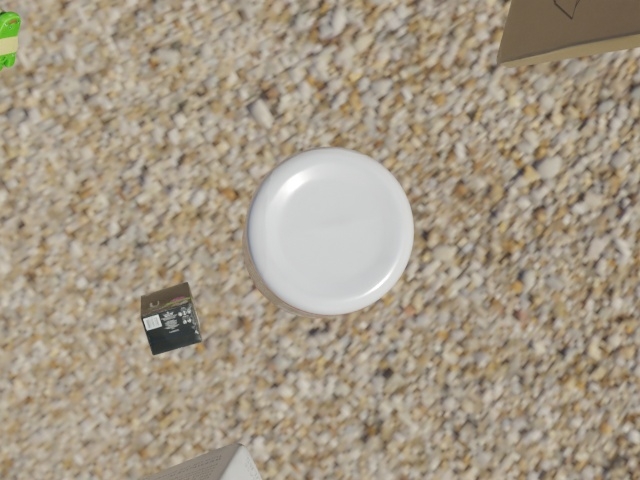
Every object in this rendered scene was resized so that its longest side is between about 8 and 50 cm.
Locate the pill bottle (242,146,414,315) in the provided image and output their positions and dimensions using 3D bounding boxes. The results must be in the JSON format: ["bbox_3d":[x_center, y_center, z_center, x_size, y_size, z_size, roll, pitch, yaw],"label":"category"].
[{"bbox_3d":[0.000,0.000,1.892,0.210,0.363,0.210,0,85,-4],"label":"pill bottle"}]

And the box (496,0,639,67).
[{"bbox_3d":[0.210,-0.212,1.034,0.021,0.164,0.201,21,172,-25],"label":"box"}]

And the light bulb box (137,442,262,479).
[{"bbox_3d":[-0.111,0.387,1.025,0.225,0.361,0.357,-24,96,9],"label":"light bulb box"}]

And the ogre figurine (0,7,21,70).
[{"bbox_3d":[-0.294,-0.236,1.262,0.118,0.097,0.197,41,101,18],"label":"ogre figurine"}]

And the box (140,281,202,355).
[{"bbox_3d":[-0.176,0.091,1.662,0.062,0.083,0.052,-16,107,-2],"label":"box"}]
